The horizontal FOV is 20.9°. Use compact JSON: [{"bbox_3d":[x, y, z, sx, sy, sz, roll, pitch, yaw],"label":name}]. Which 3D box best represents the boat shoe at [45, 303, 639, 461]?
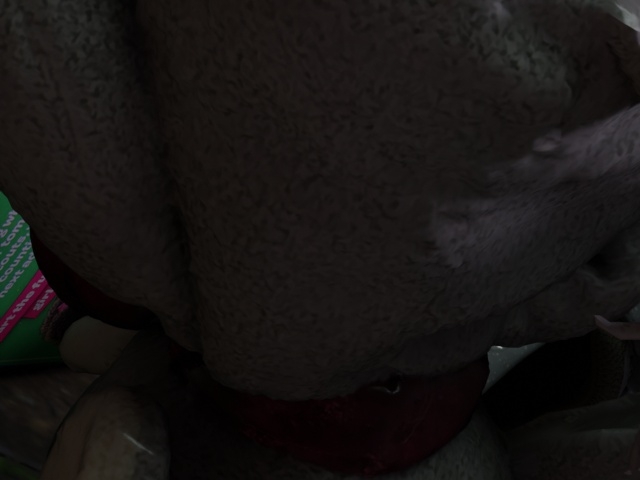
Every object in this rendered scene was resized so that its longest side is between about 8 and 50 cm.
[{"bbox_3d":[0.059,0.052,0.636,0.320,0.118,0.103,-20,60,-33],"label":"boat shoe"}]

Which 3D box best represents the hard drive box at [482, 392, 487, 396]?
[{"bbox_3d":[0.105,0.094,0.851,0.232,0.089,0.181,23,19,-32],"label":"hard drive box"}]

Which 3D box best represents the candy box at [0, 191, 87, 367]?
[{"bbox_3d":[-0.199,-0.075,0.617,0.268,0.122,0.317,41,15,18],"label":"candy box"}]

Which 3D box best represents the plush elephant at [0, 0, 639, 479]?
[{"bbox_3d":[0.000,0.000,0.454,0.272,0.255,0.330,7,40,-30],"label":"plush elephant"}]
